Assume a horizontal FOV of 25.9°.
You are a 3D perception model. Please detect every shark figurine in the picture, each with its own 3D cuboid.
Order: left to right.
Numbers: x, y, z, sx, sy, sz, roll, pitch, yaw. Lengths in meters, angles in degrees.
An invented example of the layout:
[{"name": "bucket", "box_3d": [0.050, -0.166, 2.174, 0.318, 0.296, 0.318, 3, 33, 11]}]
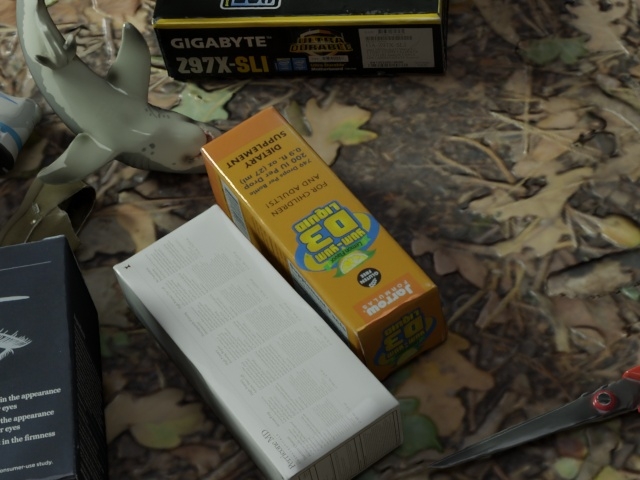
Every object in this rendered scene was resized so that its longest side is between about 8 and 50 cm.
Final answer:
[{"name": "shark figurine", "box_3d": [-0.209, -0.147, 1.190, 0.166, 0.116, 0.278, -32, 90, -15]}]

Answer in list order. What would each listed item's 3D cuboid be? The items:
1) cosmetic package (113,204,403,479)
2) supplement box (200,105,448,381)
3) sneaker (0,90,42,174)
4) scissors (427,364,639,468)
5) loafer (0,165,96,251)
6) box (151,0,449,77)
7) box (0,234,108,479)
[{"name": "cosmetic package", "box_3d": [-0.049, 0.083, 1.030, 0.099, 0.060, 0.239, -31, 54, -18]}, {"name": "supplement box", "box_3d": [0.000, 0.000, 1.079, 0.078, 0.080, 0.233, -32, 57, -14]}, {"name": "sneaker", "box_3d": [-0.332, -0.124, 1.238, 0.190, 0.071, 0.083, 23, 52, 14]}, {"name": "scissors", "box_3d": [0.219, 0.105, 1.005, 0.297, 0.021, 0.109, -8, 54, 3]}, {"name": "loafer", "box_3d": [-0.224, -0.003, 1.125, 0.050, 0.056, 0.148, 2, 52, 17]}, {"name": "box", "box_3d": [-0.005, -0.291, 1.311, 0.257, 0.079, 0.322, -1, 52, 10]}, {"name": "box", "box_3d": [-0.238, 0.116, 0.995, 0.153, 0.108, 0.207, -9, 53, 1]}]
